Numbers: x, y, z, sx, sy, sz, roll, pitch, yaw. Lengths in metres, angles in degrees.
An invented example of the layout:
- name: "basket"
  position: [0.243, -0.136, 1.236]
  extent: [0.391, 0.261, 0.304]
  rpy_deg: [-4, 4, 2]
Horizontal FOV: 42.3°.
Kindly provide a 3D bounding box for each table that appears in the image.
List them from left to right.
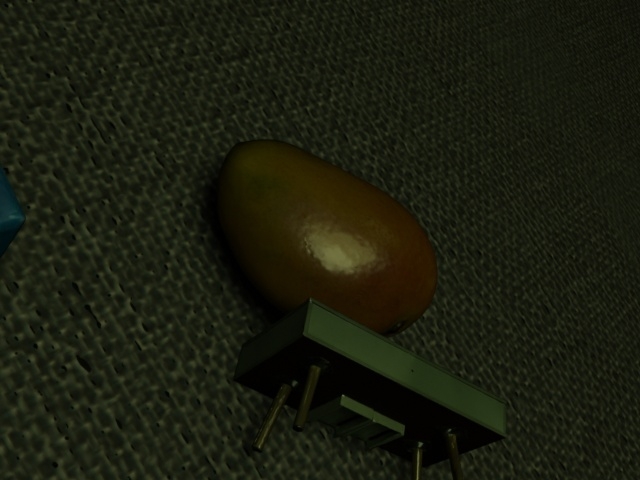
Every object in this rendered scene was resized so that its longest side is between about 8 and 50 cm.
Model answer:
- name: "table"
  position: [0.045, 0.171, 0.776]
  extent: [0.240, 0.121, 0.111]
  rpy_deg: [29, 49, -22]

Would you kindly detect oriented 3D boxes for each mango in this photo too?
- name: "mango"
  position: [0.001, 0.006, 0.835]
  extent: [0.254, 0.139, 0.176]
  rpy_deg: [30, 36, -11]

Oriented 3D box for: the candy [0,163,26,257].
- name: "candy"
  position: [-0.381, -0.027, 0.568]
  extent: [0.305, 0.100, 0.157]
  rpy_deg: [-17, 75, -45]
